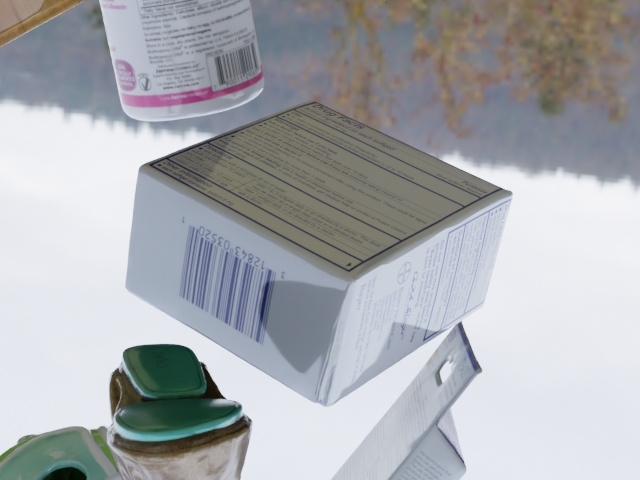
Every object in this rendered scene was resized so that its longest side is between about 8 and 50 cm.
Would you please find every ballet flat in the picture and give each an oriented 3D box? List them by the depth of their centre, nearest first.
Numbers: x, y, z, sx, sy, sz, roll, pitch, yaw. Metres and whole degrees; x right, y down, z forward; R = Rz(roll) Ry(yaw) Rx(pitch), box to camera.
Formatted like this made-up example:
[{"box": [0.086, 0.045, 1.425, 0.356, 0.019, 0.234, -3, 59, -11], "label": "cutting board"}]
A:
[{"box": [-0.121, 0.173, 1.260, 0.116, 0.124, 0.342, -3, -173, -12], "label": "ballet flat"}]

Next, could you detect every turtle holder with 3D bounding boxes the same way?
[{"box": [-0.232, 0.314, 1.689, 0.320, 0.243, 0.227, -14, 176, -32], "label": "turtle holder"}]

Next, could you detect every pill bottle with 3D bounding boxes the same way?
[{"box": [-0.160, -0.283, 1.654, 0.160, 0.283, 0.160, -9, -162, 3], "label": "pill bottle"}]

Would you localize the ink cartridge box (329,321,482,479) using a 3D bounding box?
[{"box": [0.085, 0.256, 1.706, 0.071, 0.330, 0.324, 39, -174, -2], "label": "ink cartridge box"}]

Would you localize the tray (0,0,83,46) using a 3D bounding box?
[{"box": [-0.347, -0.307, 1.229, 0.203, 0.411, 0.076, -31, -127, -10], "label": "tray"}]

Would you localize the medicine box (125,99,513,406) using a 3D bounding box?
[{"box": [0.000, 0.000, 1.550, 0.263, 0.149, 0.289, 28, -148, 28], "label": "medicine box"}]
